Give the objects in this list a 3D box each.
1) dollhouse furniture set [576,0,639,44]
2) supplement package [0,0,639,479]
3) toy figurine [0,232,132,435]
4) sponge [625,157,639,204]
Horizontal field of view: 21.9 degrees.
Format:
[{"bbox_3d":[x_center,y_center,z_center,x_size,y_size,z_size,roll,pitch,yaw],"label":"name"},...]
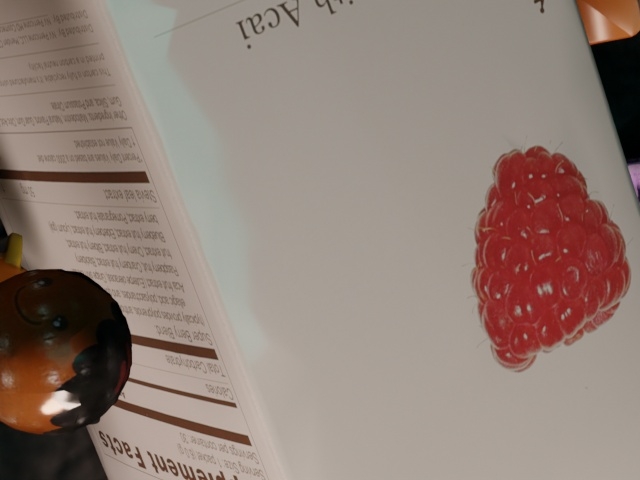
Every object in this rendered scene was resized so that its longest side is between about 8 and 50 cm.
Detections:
[{"bbox_3d":[0.203,-0.102,0.676,0.135,0.262,0.259,-70,147,-60],"label":"dollhouse furniture set"},{"bbox_3d":[0.000,0.000,0.620,0.177,0.175,0.293,-28,106,-27],"label":"supplement package"},{"bbox_3d":[-0.127,0.099,0.531,0.148,0.213,0.210,-6,91,-18],"label":"toy figurine"},{"bbox_3d":[0.161,0.017,0.800,0.210,0.031,0.117,-8,96,-30],"label":"sponge"}]
